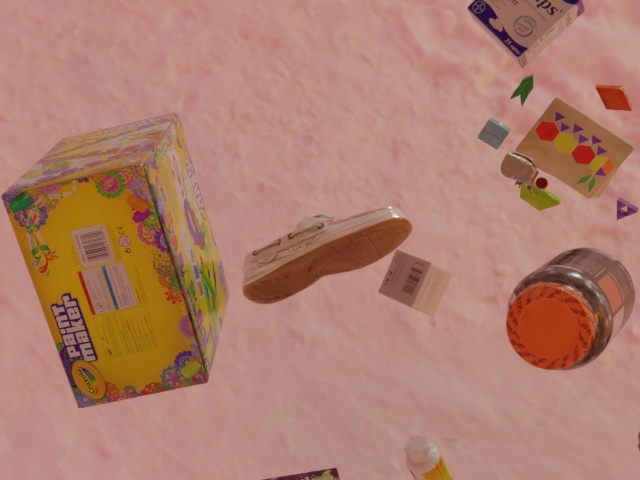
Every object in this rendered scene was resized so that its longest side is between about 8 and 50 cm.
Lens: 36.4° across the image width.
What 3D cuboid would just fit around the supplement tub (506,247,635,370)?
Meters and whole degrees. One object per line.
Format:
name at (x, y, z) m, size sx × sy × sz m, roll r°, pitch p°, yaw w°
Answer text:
supplement tub at (0.281, 0.077, 1.097) m, size 0.117 × 0.117 × 0.190 m, roll 25°, pitch 19°, yaw 23°

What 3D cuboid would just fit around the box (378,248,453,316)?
box at (0.193, 0.086, 1.979) m, size 0.102 × 0.087 × 0.101 m, roll 23°, pitch 90°, yaw 45°

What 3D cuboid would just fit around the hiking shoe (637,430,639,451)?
hiking shoe at (0.349, 0.267, 0.730) m, size 0.132 × 0.113 × 0.304 m, roll -19°, pitch 90°, yaw 12°

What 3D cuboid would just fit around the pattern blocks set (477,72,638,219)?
pattern blocks set at (0.464, -0.165, 1.765) m, size 0.325 × 0.285 × 0.026 m, roll 39°, pitch 38°, yaw -6°

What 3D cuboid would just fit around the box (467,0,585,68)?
box at (0.331, -0.373, 1.567) m, size 0.137 × 0.072 × 0.126 m, roll -44°, pitch 73°, yaw 9°

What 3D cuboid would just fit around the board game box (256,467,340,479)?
board game box at (-0.053, 0.555, 1.730) m, size 0.208 × 0.347 × 0.056 m, roll -10°, pitch 34°, yaw -7°

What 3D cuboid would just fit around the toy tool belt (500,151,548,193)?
toy tool belt at (0.329, -0.108, 1.567) m, size 0.083 × 0.051 × 0.052 m, roll 32°, pitch 96°, yaw 10°

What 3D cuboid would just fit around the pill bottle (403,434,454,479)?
pill bottle at (0.130, 0.273, 1.173) m, size 0.043 × 0.083 × 0.043 m, roll -20°, pitch 32°, yaw 13°

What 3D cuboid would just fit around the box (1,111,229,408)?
box at (-0.248, 0.015, 1.278) m, size 0.177 × 0.290 × 0.279 m, roll -12°, pitch 19°, yaw 5°

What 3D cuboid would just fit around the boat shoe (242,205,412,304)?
boat shoe at (0.000, 0.000, 1.455) m, size 0.277 × 0.098 × 0.096 m, roll -22°, pitch 54°, yaw 15°
